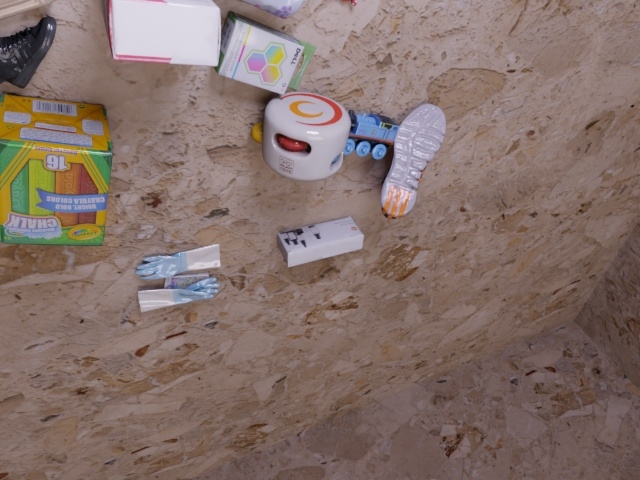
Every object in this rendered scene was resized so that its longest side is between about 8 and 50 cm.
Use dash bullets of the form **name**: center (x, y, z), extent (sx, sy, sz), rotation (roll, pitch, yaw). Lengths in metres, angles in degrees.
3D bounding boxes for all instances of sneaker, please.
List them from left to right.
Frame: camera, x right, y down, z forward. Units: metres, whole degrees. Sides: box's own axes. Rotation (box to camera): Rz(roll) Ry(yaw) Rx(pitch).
- **sneaker**: center (-0.524, -0.320, 0.775), extent (0.170, 0.051, 0.089), rotation (-44, 142, 21)
- **sneaker**: center (0.235, -0.213, 1.283), extent (0.124, 0.180, 0.321), rotation (25, 90, 1)

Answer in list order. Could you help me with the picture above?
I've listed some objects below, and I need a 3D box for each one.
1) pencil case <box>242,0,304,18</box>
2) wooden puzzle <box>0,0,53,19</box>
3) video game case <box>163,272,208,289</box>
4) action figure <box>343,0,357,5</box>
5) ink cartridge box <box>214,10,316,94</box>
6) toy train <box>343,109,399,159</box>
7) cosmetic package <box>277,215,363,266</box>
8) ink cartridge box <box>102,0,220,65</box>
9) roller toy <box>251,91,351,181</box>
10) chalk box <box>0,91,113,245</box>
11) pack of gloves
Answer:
- **pencil case**: center (-0.148, -0.482, 0.785), extent (0.272, 0.113, 0.124), rotation (7, 114, -35)
- **wooden puzzle**: center (-0.557, -0.424, 0.664), extent (0.238, 0.044, 0.221), rotation (-27, 139, -11)
- **video game case**: center (-0.391, 0.131, 1.338), extent (0.121, 0.011, 0.087), rotation (-1, 132, -29)
- **action figure**: center (0.042, -0.517, 0.926), extent (0.038, 0.030, 0.115), rotation (-45, 139, 9)
- **ink cartridge box**: center (-0.105, -0.375, 0.955), extent (0.209, 0.062, 0.109), rotation (7, 127, -35)
- **toy train**: center (0.107, -0.272, 1.175), extent (0.184, 0.080, 0.105), rotation (3, 121, -29)
- **cosmetic package**: center (0.000, 0.000, 1.367), extent (0.238, 0.099, 0.061), rotation (-14, 137, -19)
- **ink cartridge box**: center (-0.265, -0.367, 0.751), extent (0.158, 0.218, 0.092), rotation (-6, 129, -25)
- **roller toy**: center (-0.037, -0.230, 1.042), extent (0.209, 0.191, 0.146), rotation (-10, 136, -22)
- **chalk box**: center (-0.517, -0.104, 0.899), extent (0.180, 0.179, 0.289), rotation (0, 131, -30)
- **pack of gloves**: center (-0.387, 0.117, 1.283), extent (0.231, 0.046, 0.195), rotation (-11, 131, -23)
